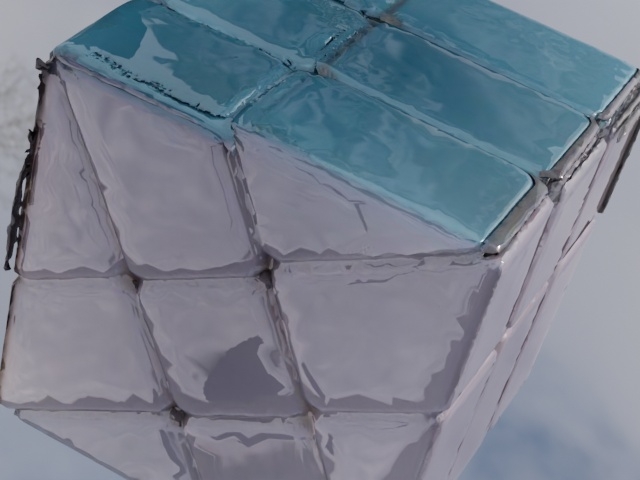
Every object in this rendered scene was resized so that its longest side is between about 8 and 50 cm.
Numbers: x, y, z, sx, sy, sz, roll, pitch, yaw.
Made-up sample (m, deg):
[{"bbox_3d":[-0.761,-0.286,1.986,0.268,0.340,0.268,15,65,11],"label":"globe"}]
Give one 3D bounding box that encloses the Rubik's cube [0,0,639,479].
[{"bbox_3d":[0.000,0.000,0.760,0.231,0.221,0.224,26,-144,13],"label":"Rubik's cube"}]
